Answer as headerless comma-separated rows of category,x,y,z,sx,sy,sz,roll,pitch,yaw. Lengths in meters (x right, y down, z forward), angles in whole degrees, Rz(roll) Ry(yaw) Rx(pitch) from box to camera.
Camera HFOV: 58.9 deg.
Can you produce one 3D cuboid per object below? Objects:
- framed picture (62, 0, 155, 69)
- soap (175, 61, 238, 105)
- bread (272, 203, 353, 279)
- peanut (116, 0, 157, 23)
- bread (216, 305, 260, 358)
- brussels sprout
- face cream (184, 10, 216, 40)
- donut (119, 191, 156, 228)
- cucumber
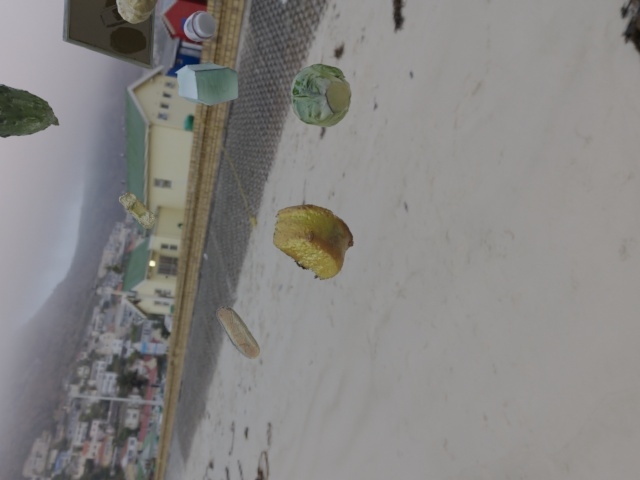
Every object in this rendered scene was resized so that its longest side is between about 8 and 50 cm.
framed picture,-0.648,-0.692,1.766,0.020,0.324,0.240,4,93,32
soap,-0.416,-0.581,2.103,0.230,0.091,0.145,-33,-49,-47
bread,-0.002,-0.004,1.646,0.147,0.260,0.160,-14,47,40
peanut,-0.410,-0.596,1.311,0.093,0.083,0.194,33,-102,-62
bread,-0.273,0.308,1.885,0.214,0.073,0.053,51,178,18
brussels sprout,0.004,-0.518,2.029,0.244,0.244,0.244,-172,90,-77
face cream,-0.391,-0.692,1.836,0.095,0.091,0.091,6,87,47
donut,-0.699,-0.111,2.195,0.065,0.166,0.108,-45,-4,-11
cucumber,-0.707,-0.294,1.300,0.244,0.134,0.134,-5,-74,-63
